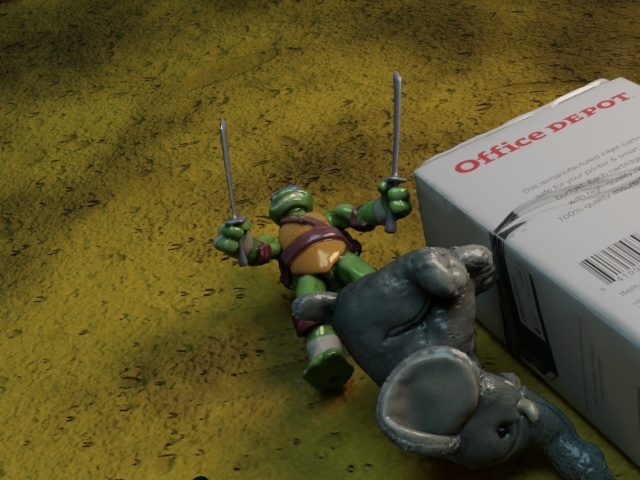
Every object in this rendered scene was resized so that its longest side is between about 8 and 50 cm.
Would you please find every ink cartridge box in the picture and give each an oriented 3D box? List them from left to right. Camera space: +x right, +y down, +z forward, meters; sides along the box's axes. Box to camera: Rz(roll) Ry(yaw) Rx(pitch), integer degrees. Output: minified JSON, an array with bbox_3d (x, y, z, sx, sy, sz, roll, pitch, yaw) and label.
[{"bbox_3d":[0.317,0.013,1.003,0.286,0.166,0.395,-24,35,-15],"label":"ink cartridge box"}]

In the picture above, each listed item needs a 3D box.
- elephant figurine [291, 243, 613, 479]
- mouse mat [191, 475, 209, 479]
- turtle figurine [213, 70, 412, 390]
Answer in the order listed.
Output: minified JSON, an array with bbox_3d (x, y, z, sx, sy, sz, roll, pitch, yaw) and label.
[{"bbox_3d":[0.115,0.135,0.914,0.169,0.239,0.186,3,-24,-43],"label":"elephant figurine"},{"bbox_3d":[-0.108,0.299,0.846,0.152,0.007,0.190,-48,41,-8],"label":"mouse mat"},{"bbox_3d":[0.000,0.000,1.079,0.198,0.274,0.266,-2,49,-32],"label":"turtle figurine"}]
